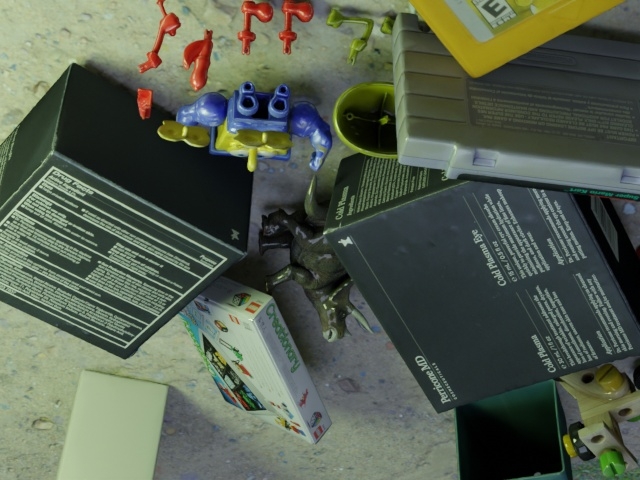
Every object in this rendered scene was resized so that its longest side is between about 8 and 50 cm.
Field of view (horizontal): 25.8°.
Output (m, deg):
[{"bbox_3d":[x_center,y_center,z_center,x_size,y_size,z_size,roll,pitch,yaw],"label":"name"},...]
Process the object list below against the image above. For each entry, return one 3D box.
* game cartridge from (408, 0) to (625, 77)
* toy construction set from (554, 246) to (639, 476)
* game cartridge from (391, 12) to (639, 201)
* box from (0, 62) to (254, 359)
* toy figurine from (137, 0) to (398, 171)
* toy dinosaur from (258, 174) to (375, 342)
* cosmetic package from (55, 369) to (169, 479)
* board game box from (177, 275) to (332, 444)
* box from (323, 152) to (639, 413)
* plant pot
[{"bbox_3d":[0.189,-0.341,1.452,0.285,0.053,0.323,-26,130,27],"label":"game cartridge"},{"bbox_3d":[0.451,0.197,2.012,0.257,0.237,0.309,-2,135,6],"label":"toy construction set"},{"bbox_3d":[0.260,-0.153,1.624,0.355,0.230,0.068,7,142,-7],"label":"game cartridge"},{"bbox_3d":[-0.290,-0.032,1.863,0.296,0.183,0.294,29,132,-27],"label":"box"},{"bbox_3d":[-0.052,-0.175,1.770,0.362,0.191,0.217,3,167,-9],"label":"toy figurine"},{"bbox_3d":[0.000,0.000,1.950,0.160,0.121,0.314,-3,133,-10],"label":"toy dinosaur"},{"bbox_3d":[-0.347,0.411,2.200,0.155,0.366,0.197,12,138,-6],"label":"cosmetic package"},{"bbox_3d":[-0.109,0.168,2.085,0.193,0.053,0.305,21,148,36],"label":"board game box"},{"bbox_3d":[0.225,0.016,1.843,0.312,0.179,0.343,-19,120,22],"label":"box"},{"bbox_3d":[0.326,0.361,2.254,0.165,0.166,0.234,-11,142,15],"label":"plant pot"}]
